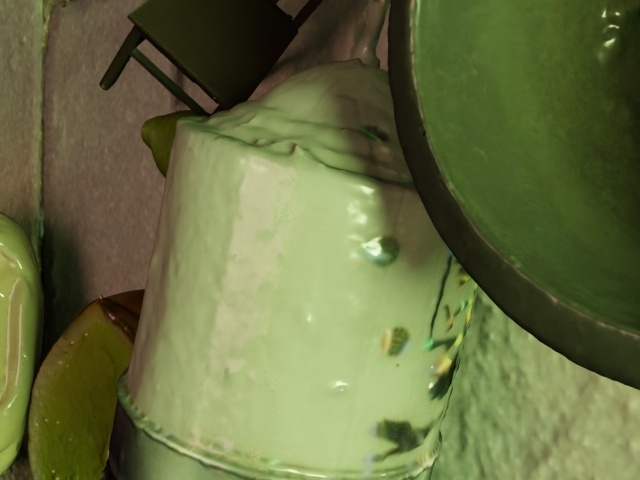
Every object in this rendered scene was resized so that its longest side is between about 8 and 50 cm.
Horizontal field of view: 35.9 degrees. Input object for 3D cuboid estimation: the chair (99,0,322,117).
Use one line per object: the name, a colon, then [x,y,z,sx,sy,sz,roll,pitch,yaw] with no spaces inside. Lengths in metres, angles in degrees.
chair: [-0.047,-0.142,0.587,0.084,0.101,0.212,41,149,-9]

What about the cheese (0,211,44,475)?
cheese: [-0.333,0.094,0.889,0.233,0.127,0.266,-23,65,60]

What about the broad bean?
broad bean: [-0.073,-0.047,0.699,0.213,0.048,0.070,31,111,41]

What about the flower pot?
flower pot: [0.174,-0.079,0.367,0.269,0.166,0.269,-3,86,43]

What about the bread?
bread: [-0.148,0.155,0.760,0.236,0.070,0.236,-1,89,47]

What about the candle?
candle: [0.000,0.000,0.533,0.187,0.187,0.330,23,104,43]
